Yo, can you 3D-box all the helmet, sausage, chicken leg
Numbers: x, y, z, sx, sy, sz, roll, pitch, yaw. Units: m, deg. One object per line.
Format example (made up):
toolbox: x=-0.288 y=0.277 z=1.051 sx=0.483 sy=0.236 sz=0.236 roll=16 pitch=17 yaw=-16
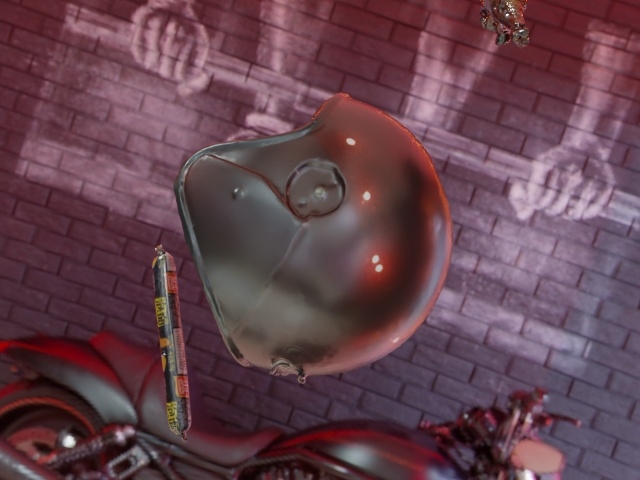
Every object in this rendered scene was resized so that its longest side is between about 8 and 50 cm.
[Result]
helmet: x=0.000 y=0.000 z=0.649 sx=0.193 sy=0.216 sz=0.189 roll=24 pitch=-10 yaw=16
sausage: x=-0.148 y=0.101 z=0.867 sx=0.025 sy=0.199 sz=0.028 roll=-10 pitch=-9 yaw=8
chicken leg: x=0.247 y=-0.304 z=1.162 sx=0.048 sy=0.090 sz=0.219 roll=-17 pitch=13 yaw=4
